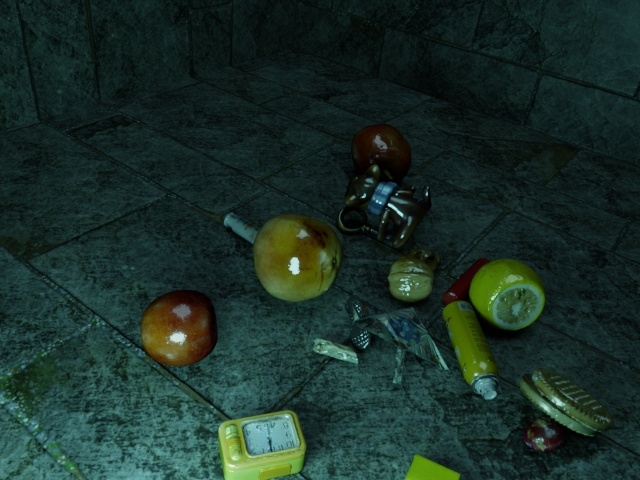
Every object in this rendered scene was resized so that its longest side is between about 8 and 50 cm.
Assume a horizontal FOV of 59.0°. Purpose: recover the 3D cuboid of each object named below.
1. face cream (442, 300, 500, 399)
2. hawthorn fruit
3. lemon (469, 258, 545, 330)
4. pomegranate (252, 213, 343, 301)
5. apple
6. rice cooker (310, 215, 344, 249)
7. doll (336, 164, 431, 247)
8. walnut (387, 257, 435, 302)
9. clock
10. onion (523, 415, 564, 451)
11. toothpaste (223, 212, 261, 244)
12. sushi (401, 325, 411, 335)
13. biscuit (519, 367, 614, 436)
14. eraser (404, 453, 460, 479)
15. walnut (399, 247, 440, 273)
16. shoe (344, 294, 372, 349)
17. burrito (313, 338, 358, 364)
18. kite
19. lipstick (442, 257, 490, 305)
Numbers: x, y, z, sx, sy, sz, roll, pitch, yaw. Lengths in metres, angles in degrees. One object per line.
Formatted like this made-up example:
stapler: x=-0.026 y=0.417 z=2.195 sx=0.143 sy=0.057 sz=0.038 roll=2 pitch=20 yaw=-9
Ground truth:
face cream: x=0.468 y=0.338 z=1.745 sx=0.105 sy=0.105 sz=0.348 roll=2 pitch=36 yaw=-7
hawthorn fruit: x=0.284 y=-0.373 z=2.588 sx=0.287 sy=0.287 sz=0.330 roll=0 pitch=42 yaw=-11
lemon: x=0.617 y=0.171 z=1.902 sx=0.240 sy=0.240 sz=0.219 roll=2 pitch=23 yaw=-8
pomegranate: x=-0.085 y=0.051 z=1.886 sx=0.319 sy=0.319 sz=0.319 roll=5 pitch=35 yaw=-3
apple: x=-0.400 y=0.250 z=1.621 sx=0.201 sy=0.218 sz=0.218 roll=-1 pitch=35 yaw=-1
rice cooker: x=0.000 y=0.000 z=2.120 sx=0.145 sy=0.127 sz=0.206 roll=-22 pitch=53 yaw=-36
doll: x=0.252 y=-0.132 z=2.252 sx=0.340 sy=0.318 sz=0.209 roll=28 pitch=-5 yaw=-3
walnut: x=0.316 y=0.138 z=1.965 sx=0.166 sy=0.149 sz=0.166 roll=1 pitch=76 yaw=-3
clock: x=-0.145 y=0.510 z=1.403 sx=0.202 sy=0.096 sz=0.143 roll=-5 pitch=34 yaw=-18
onion: x=0.603 y=0.524 z=1.522 sx=0.107 sy=0.097 sz=0.107 roll=-27 pitch=6 yaw=3
toothpaste: x=-0.229 y=-0.008 z=2.150 sx=0.323 sy=0.066 sz=0.100 roll=30 pitch=43 yaw=21
sushi: x=0.257 y=0.295 z=1.817 sx=0.044 sy=0.046 sz=0.083 roll=-27 pitch=48 yaw=-38
biscuit: x=0.683 y=0.448 z=1.580 sx=0.259 sy=0.079 sz=0.259 roll=27 pitch=13 yaw=-7
eraser: x=0.272 y=0.598 z=1.394 sx=0.122 sy=0.045 sz=0.097 roll=19 pitch=36 yaw=18
walnut: x=0.371 y=0.091 z=2.106 sx=0.143 sy=0.069 sz=0.170 roll=30 pitch=40 yaw=31
shoe: x=0.136 y=0.268 z=1.818 sx=0.077 sy=0.074 sz=0.194 roll=36 pitch=30 yaw=-42
burrito: x=0.048 y=0.336 z=1.727 sx=0.149 sy=0.041 sz=0.055 roll=14 pitch=49 yaw=4
kite: x=0.250 y=0.315 z=1.747 sx=0.335 sy=0.011 sz=0.314 roll=25 pitch=42 yaw=0
lipstick: x=0.535 y=0.151 z=2.051 sx=0.073 sy=0.073 sz=0.280 roll=28 pitch=40 yaw=26
